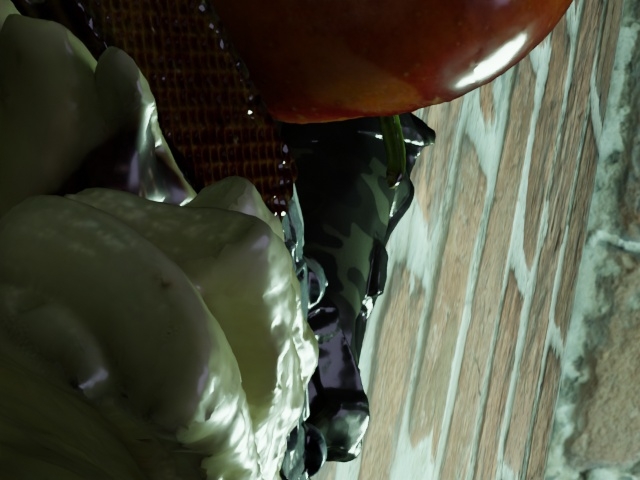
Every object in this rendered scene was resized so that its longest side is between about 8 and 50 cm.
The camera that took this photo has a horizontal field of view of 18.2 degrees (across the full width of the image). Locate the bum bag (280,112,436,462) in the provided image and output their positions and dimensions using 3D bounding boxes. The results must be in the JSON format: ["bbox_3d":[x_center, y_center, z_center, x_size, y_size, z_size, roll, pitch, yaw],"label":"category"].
[{"bbox_3d":[0.000,0.000,1.440,0.144,0.095,0.340,35,49,-24],"label":"bum bag"}]

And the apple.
[{"bbox_3d":[0.030,-0.192,1.173,0.251,0.272,0.206,-119,-165,-56],"label":"apple"}]

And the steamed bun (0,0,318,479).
[{"bbox_3d":[-0.107,0.031,0.887,0.189,0.247,0.428,-62,171,-22],"label":"steamed bun"}]

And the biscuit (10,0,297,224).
[{"bbox_3d":[-0.094,-0.078,1.031,0.252,0.070,0.106,61,33,-41],"label":"biscuit"}]

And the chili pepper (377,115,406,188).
[{"bbox_3d":[0.003,-0.218,1.380,0.137,0.092,0.368,-70,146,-46],"label":"chili pepper"}]

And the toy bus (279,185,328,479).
[{"bbox_3d":[-0.055,0.088,1.277,0.092,0.106,0.268,-49,140,-62],"label":"toy bus"}]
